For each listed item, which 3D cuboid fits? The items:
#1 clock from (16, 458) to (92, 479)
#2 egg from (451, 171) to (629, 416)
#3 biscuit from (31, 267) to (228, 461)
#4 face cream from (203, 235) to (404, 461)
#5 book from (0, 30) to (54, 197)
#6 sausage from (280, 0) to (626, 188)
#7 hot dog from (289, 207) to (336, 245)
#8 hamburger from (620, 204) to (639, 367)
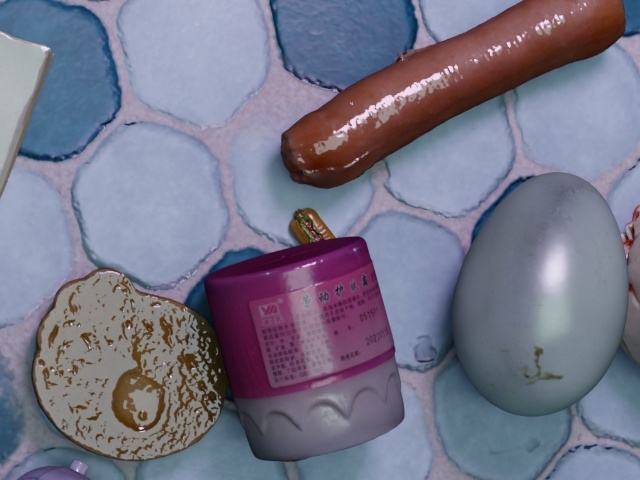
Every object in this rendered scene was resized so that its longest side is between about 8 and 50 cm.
[{"bbox_3d":[-0.289,0.336,1.590,0.189,0.189,0.254,37,74,-12],"label":"clock"},{"bbox_3d":[0.235,0.056,1.705,0.182,0.183,0.264,16,80,-14],"label":"egg"},{"bbox_3d":[-0.199,0.134,1.660,0.208,0.049,0.181,24,84,-16],"label":"biscuit"},{"bbox_3d":[-0.014,0.108,1.643,0.175,0.175,0.195,-17,95,-14],"label":"face cream"},{"bbox_3d":[-0.435,-0.149,1.607,0.289,0.026,0.201,21,86,-14],"label":"book"},{"bbox_3d":[0.142,-0.171,1.727,0.419,0.094,0.094,-28,68,-13],"label":"sausage"},{"bbox_3d":[0.000,0.000,1.726,0.037,0.021,0.083,-44,102,-11],"label":"hot dog"},{"bbox_3d":[0.461,0.060,1.785,0.295,0.151,0.227,8,94,-22],"label":"hamburger"}]
